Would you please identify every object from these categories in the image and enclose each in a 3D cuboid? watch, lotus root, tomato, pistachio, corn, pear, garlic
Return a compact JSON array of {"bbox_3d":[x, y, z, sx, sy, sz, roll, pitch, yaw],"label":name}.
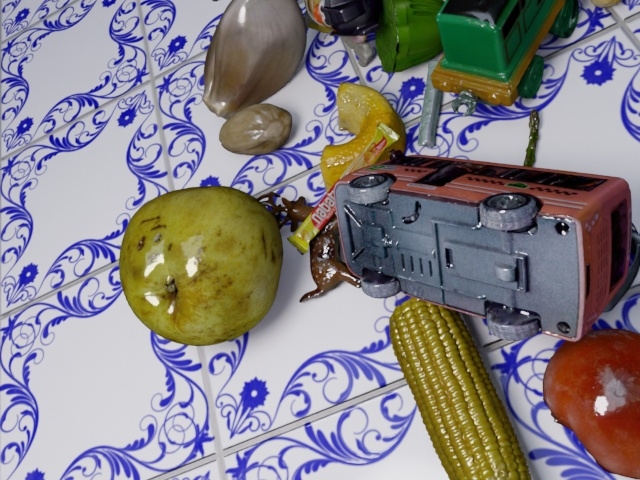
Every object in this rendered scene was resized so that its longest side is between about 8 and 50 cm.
[{"bbox_3d":[0.421,0.016,1.049,0.206,0.068,0.193,9,69,29],"label":"watch"},{"bbox_3d":[0.212,-0.445,1.335,0.186,0.186,0.186,-10,61,19],"label":"lotus root"},{"bbox_3d":[0.436,0.216,0.915,0.199,0.112,0.228,-44,59,-5],"label":"tomato"},{"bbox_3d":[-0.147,-0.243,1.405,0.185,0.108,0.126,-12,37,26],"label":"pistachio"},{"bbox_3d":[0.208,0.247,0.981,0.131,0.131,0.344,-25,56,10],"label":"corn"},{"bbox_3d":[-0.218,0.050,1.159,0.304,0.304,0.304,-10,61,19],"label":"pear"},{"bbox_3d":[-0.171,-0.462,1.413,0.246,0.340,0.231,-24,62,-23],"label":"garlic"}]

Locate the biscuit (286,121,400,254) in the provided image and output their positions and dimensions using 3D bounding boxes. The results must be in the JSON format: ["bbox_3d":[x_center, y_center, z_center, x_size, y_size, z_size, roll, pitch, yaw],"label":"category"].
[{"bbox_3d":[0.042,-0.097,1.202,0.048,0.026,0.292,39,86,-1],"label":"biscuit"}]

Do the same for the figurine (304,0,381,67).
[{"bbox_3d":[0.032,-0.514,1.356,0.308,0.308,0.143,39,94,33],"label":"figurine"}]

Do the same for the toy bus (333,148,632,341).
[{"bbox_3d":[0.232,-0.016,0.987,0.233,0.203,0.427,-29,30,-37],"label":"toy bus"}]

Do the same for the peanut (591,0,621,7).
[{"bbox_3d":[0.583,-0.540,1.253,0.087,0.087,0.206,20,72,30],"label":"peanut"}]

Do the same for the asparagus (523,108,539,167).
[{"bbox_3d":[0.376,-0.135,1.170,0.024,0.025,0.248,0,65,40],"label":"asparagus"}]

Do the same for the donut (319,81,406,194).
[{"bbox_3d":[0.094,-0.213,1.296,0.152,0.101,0.259,2,62,18],"label":"donut"}]

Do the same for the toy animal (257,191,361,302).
[{"bbox_3d":[-0.006,-0.010,1.234,0.260,0.087,0.243,-10,59,15],"label":"toy animal"}]

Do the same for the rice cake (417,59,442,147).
[{"bbox_3d":[0.226,-0.278,1.302,0.033,0.033,0.207,-4,64,33],"label":"rice cake"}]

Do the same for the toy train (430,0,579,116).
[{"bbox_3d":[0.348,-0.431,1.198,0.178,0.249,0.429,24,76,31],"label":"toy train"}]
